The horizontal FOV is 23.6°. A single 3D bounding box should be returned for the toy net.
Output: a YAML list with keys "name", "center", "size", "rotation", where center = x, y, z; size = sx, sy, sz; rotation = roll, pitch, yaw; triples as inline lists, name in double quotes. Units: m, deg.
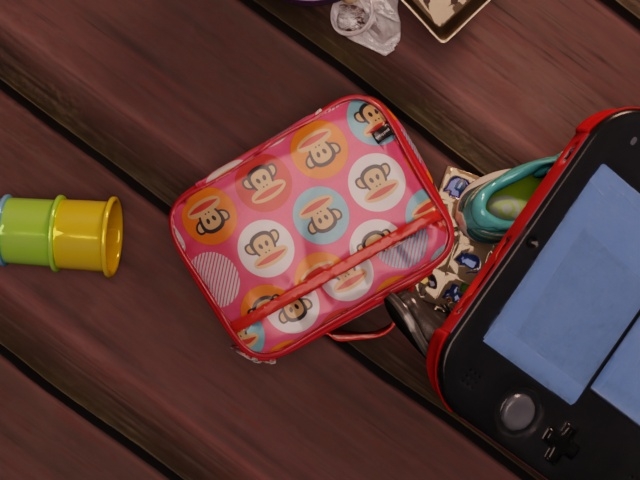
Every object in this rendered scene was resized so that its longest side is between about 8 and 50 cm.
- name: "toy net"
  center: [0.004, -0.305, 1.763]
  size: [0.122, 0.045, 0.232]
  rotation: [-34, 91, 2]

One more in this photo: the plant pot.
- name: "plant pot"
  center: [0.139, -0.293, 1.733]
  size: [0.109, 0.096, 0.109]
  rotation: [-43, 90, 3]

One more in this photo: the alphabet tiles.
- name: "alphabet tiles"
  center: [0.190, 0.032, 1.788]
  size: [0.237, 0.009, 0.198]
  rotation: [19, 93, 1]

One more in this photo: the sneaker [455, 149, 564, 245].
- name: "sneaker"
  center: [0.287, -0.060, 1.725]
  size: [0.275, 0.110, 0.107]
  rotation: [-21, 85, -4]

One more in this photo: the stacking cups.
- name: "stacking cups"
  center: [-0.391, -0.012, 1.773]
  size: [0.316, 0.096, 0.096]
  rotation: [3, 92, 7]

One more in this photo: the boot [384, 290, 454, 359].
- name: "boot"
  center: [0.219, 0.067, 1.718]
  size: [0.229, 0.091, 0.263]
  rotation: [-49, 122, 4]

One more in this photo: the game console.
- name: "game console"
  center: [0.329, 0.083, 1.677]
  size: [0.342, 0.060, 0.387]
  rotation: [36, 87, -19]

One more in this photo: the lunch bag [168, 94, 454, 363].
- name: "lunch bag"
  center: [0.000, 0.000, 1.741]
  size: [0.293, 0.120, 0.258]
  rotation: [-30, 93, 7]

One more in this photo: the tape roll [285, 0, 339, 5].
- name: "tape roll"
  center: [-0.010, -0.357, 1.699]
  size: [0.189, 0.080, 0.189]
  rotation: [0, 95, 1]
